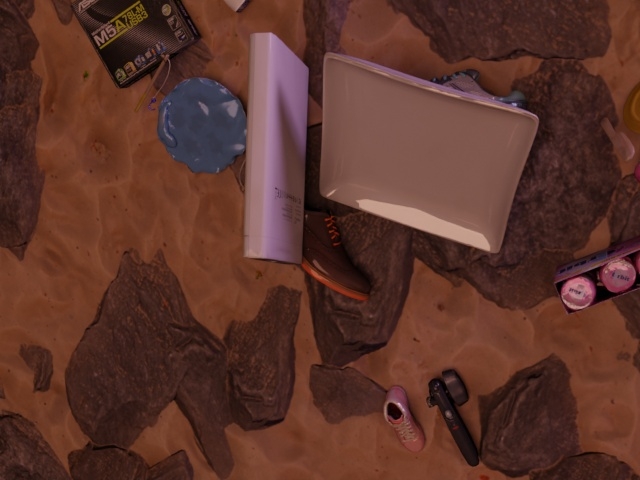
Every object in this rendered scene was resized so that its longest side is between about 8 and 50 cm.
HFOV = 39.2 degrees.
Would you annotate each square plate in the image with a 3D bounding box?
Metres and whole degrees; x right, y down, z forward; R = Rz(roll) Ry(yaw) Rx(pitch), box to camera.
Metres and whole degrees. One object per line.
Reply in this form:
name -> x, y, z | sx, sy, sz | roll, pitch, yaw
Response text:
square plate -> 0.165, -0.144, 1.492 | 0.344, 0.049, 0.347 | 19, 145, 12

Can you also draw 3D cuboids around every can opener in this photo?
can opener -> 0.248, 0.331, 1.648 | 0.073, 0.059, 0.186 | -20, 95, 20

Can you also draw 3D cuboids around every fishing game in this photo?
fishing game -> -0.217, -0.213, 1.683 | 0.264, 0.041, 0.189 | 33, 117, 2

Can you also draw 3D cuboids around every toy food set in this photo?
toy food set -> 0.557, -0.211, 1.420 | 0.071, 0.128, 0.218 | 34, 111, -31

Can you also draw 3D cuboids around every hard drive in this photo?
hard drive -> -0.072, -0.141, 1.501 | 0.047, 0.233, 0.353 | 1, 86, 14

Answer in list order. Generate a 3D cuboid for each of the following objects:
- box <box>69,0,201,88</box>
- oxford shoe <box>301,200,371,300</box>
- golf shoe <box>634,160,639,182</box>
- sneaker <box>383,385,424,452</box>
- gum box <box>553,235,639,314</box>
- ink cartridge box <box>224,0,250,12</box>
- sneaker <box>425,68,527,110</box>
box -> -0.345, -0.409, 1.674 | 0.191, 0.045, 0.184 | -27, 95, 20
oxford shoe -> 0.000, 0.000, 1.634 | 0.271, 0.097, 0.098 | 42, 104, 5
golf shoe -> 0.657, -0.127, 1.410 | 0.306, 0.115, 0.140 | 5, 78, 19
sneaker -> 0.152, 0.345, 1.675 | 0.051, 0.070, 0.134 | -19, 97, 18
gum box -> 0.488, 0.050, 1.486 | 0.188, 0.107, 0.062 | -24, 94, 20
ink cartridge box -> -0.132, -0.470, 1.603 | 0.063, 0.029, 0.115 | 47, 110, 3
sneaker -> 0.215, -0.234, 1.526 | 0.283, 0.110, 0.122 | 19, 88, 11
